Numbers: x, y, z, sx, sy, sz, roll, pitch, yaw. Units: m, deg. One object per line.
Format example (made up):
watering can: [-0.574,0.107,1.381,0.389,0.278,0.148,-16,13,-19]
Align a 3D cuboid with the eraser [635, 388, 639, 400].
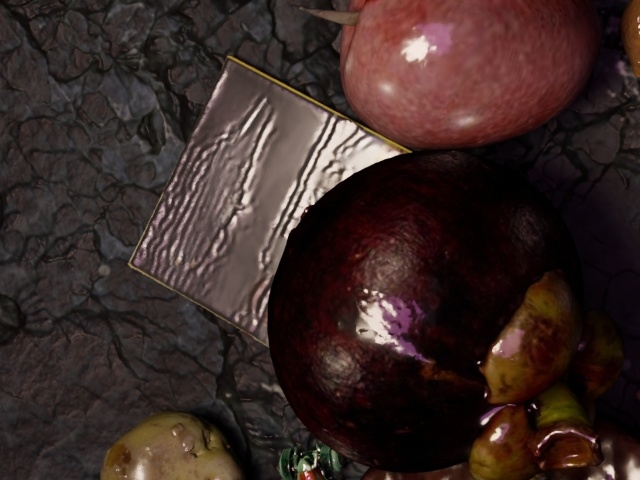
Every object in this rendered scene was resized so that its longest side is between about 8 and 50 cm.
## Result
eraser: [0.463,0.121,1.076,0.290,0.087,0.171,-44,83,16]

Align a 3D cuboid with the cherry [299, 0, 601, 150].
cherry: [0.116,-0.187,1.079,0.285,0.236,0.213,5,132,-13]

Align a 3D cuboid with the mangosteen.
mangosteen: [0.119,0.083,1.027,0.347,0.307,0.307,34,103,26]

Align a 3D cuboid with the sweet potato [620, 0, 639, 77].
sweet potato: [0.325,-0.265,1.104,0.065,0.051,0.218,6,96,19]

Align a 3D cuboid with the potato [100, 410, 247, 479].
potato: [-0.160,0.315,1.247,0.165,0.165,0.262,-1,90,17]

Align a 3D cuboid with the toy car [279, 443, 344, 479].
toy car: [-0.001,0.292,1.245,0.073,0.054,0.143,-11,91,19]

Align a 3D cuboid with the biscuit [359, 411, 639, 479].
biscuit: [0.198,0.353,1.118,0.407,0.091,0.407,-8,72,26]

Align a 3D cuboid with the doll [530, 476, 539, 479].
doll: [0.273,0.300,0.980,0.291,0.117,0.086,34,105,31]

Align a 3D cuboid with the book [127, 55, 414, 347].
book: [0.000,0.000,1.238,0.374,0.028,0.262,29,100,13]
